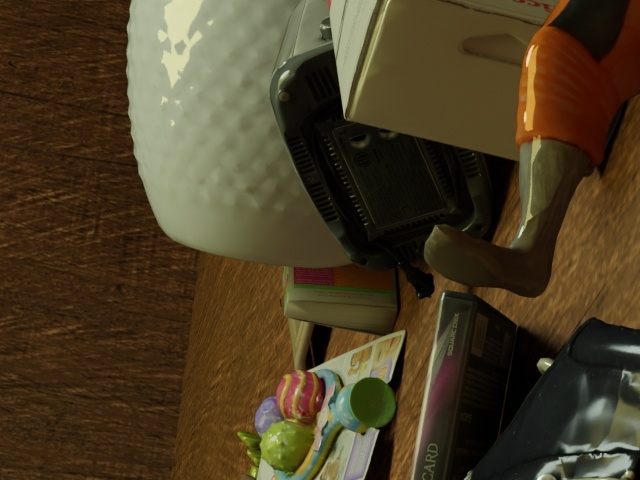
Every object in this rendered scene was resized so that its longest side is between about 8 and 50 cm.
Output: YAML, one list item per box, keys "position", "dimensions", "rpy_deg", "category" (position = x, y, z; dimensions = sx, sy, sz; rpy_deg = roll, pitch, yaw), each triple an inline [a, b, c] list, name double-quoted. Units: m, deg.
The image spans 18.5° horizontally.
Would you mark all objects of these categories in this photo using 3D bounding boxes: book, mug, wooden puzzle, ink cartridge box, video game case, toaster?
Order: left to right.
- position: [-0.006, -0.157, 1.674]
  dimensions: [0.374, 0.276, 0.328]
  rpy_deg: [-11, -68, -66]
  category: "mug"
- position: [0.000, 0.000, 2.070]
  dimensions: [0.221, 0.044, 0.238]
  rpy_deg: [-101, 19, -67]
  category: "wooden puzzle"
- position: [0.016, 0.021, 1.728]
  dimensions: [0.144, 0.096, 0.035]
  rpy_deg: [-90, 11, -54]
  category: "book"
- position: [0.052, -0.086, 1.417]
  dimensions: [0.146, 0.129, 0.227]
  rpy_deg: [-84, -28, -54]
  category: "toaster"
- position: [0.074, 0.174, 1.172]
  dimensions: [0.196, 0.026, 0.274]
  rpy_deg: [31, -110, -76]
  category: "video game case"
- position: [0.092, -0.136, 1.214]
  dimensions: [0.218, 0.159, 0.092]
  rpy_deg: [-97, 22, -65]
  category: "ink cartridge box"

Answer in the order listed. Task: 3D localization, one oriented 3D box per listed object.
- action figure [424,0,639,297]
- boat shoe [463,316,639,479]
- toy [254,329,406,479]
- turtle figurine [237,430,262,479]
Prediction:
- position: [0.134, -0.114, 0.834]
  dimensions: [0.341, 0.178, 0.330]
  rpy_deg: [-22, 43, 39]
  category: "action figure"
- position: [0.118, 0.126, 0.917]
  dimensions: [0.340, 0.127, 0.158]
  rpy_deg: [164, 123, -72]
  category: "boat shoe"
- position: [-0.015, 0.154, 1.692]
  dimensions: [0.237, 0.056, 0.137]
  rpy_deg: [-25, 44, 58]
  category: "toy"
- position: [-0.083, 0.319, 2.036]
  dimensions: [0.269, 0.087, 0.217]
  rpy_deg: [-78, 8, -81]
  category: "turtle figurine"
